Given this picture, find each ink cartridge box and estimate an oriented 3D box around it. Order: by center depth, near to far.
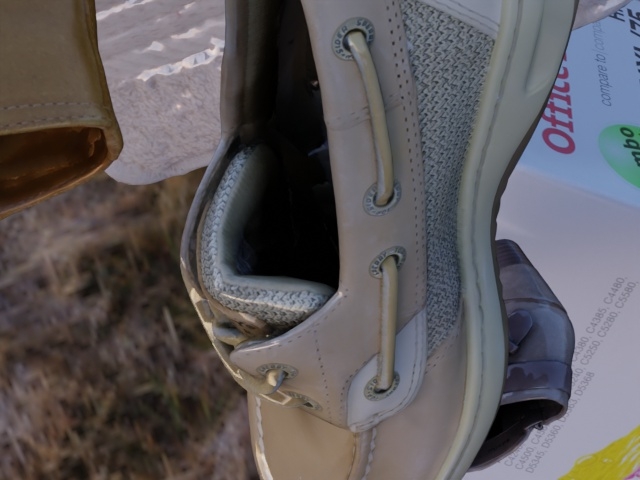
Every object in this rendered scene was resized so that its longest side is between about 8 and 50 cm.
[{"bbox_3d":[0.173,0.017,0.993,0.270,0.197,0.198,18,37,-11],"label":"ink cartridge box"}]

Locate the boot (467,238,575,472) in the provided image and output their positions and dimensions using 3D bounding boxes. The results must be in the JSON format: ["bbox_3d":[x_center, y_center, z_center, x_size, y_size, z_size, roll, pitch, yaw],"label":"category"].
[{"bbox_3d":[0.050,0.055,0.777,0.118,0.042,0.087,-37,43,31],"label":"boot"}]

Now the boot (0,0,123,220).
[{"bbox_3d":[-0.224,-0.074,0.660,0.295,0.104,0.211,-13,59,-3],"label":"boot"}]

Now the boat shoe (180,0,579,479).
[{"bbox_3d":[0.000,0.000,0.617,0.098,0.302,0.109,-21,54,-27],"label":"boat shoe"}]

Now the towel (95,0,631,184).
[{"bbox_3d":[-0.018,-0.132,0.802,0.282,0.187,0.049,-21,35,18],"label":"towel"}]
